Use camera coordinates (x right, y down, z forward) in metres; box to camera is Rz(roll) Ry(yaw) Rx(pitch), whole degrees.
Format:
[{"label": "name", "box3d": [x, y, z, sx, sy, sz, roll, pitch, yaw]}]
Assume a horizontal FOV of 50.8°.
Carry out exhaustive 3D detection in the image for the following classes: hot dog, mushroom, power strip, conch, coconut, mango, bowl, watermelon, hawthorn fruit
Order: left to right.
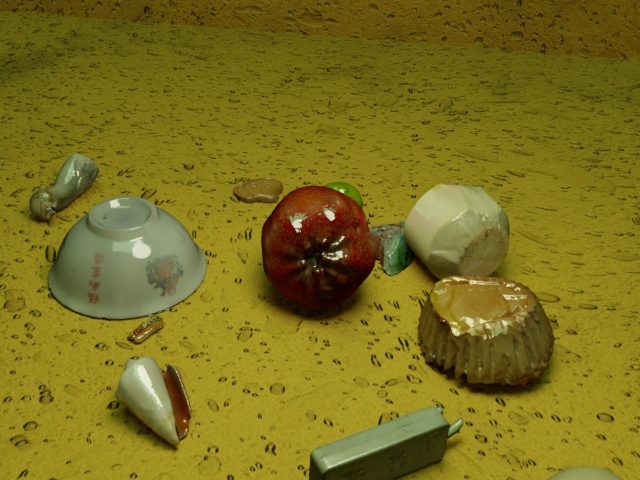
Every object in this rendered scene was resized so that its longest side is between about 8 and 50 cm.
[{"label": "mushroom", "box3d": [-0.654, -0.131, 1.712, 0.081, 0.092, 0.223, 26, 44, 2]}, {"label": "bowl", "box3d": [-0.424, 0.005, 1.474, 0.345, 0.157, 0.346, 3, 34, -2]}, {"label": "hot dog", "box3d": [-0.347, 0.176, 1.348, 0.037, 0.021, 0.083, 23, 39, 23]}, {"label": "conch", "box3d": [-0.281, 0.267, 1.159, 0.176, 0.094, 0.104, 31, 3, 28]}, {"label": "hawthorn fruit", "box3d": [0.000, 0.000, 1.467, 0.254, 0.254, 0.300, 8, 18, 6]}, {"label": "mango", "box3d": [0.027, -0.088, 1.710, 0.178, 0.100, 0.119, -27, 46, -26]}, {"label": "watermelon", "box3d": [0.159, 0.002, 1.623, 0.139, 0.071, 0.187, 11, 35, 17]}, {"label": "power strip", "box3d": [0.119, 0.338, 1.094, 0.287, 0.093, 0.053, -13, 34, -23]}, {"label": "coconut", "box3d": [0.308, -0.025, 1.547, 0.241, 0.241, 0.241, 3, 34, -2]}]

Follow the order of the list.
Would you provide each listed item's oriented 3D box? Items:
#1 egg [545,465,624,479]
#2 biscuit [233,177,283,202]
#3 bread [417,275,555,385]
[{"label": "egg", "box3d": [0.365, 0.416, 0.921, 0.185, 0.186, 0.242, 16, 30, 17]}, {"label": "biscuit", "box3d": [-0.158, -0.136, 1.827, 0.140, 0.023, 0.118, -26, 43, -37]}, {"label": "bread", "box3d": [0.328, 0.164, 1.328, 0.274, 0.149, 0.274, 0, 39, 0]}]
